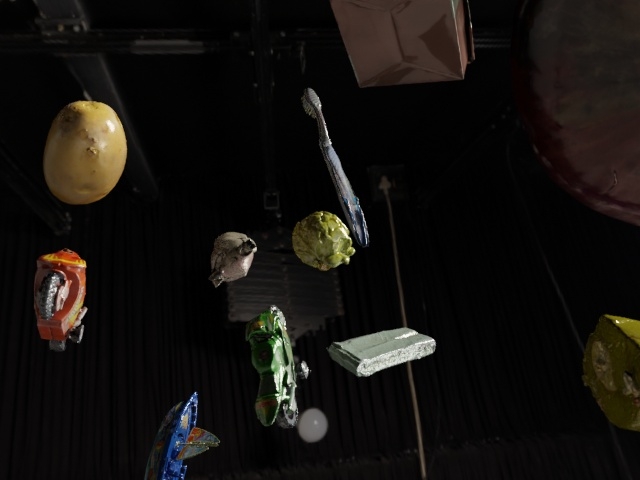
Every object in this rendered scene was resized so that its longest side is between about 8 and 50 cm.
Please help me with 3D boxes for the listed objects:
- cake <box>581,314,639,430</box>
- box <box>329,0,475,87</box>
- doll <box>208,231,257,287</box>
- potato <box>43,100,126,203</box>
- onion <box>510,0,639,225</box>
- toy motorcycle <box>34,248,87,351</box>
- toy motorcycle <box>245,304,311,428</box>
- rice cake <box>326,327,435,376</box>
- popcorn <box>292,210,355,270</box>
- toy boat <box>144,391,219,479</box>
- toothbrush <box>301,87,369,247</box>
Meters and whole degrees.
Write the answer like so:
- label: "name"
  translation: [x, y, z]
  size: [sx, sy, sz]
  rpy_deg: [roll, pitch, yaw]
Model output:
- label: "cake"
  translation: [0.652, 0.278, 1.000]
  size: [0.156, 0.179, 0.260]
  rpy_deg: [13, 18, 2]
- label: "box"
  translation: [0.143, -0.372, 0.830]
  size: [0.215, 0.086, 0.215]
  rpy_deg: [4, -30, 25]
- label: "doll"
  translation: [-0.223, 0.036, 1.235]
  size: [0.149, 0.192, 0.095]
  rpy_deg: [-40, -70, 0]
- label: "potato"
  translation: [-0.453, -0.158, 0.940]
  size: [0.150, 0.146, 0.234]
  rpy_deg: [-13, -32, -36]
- label: "onion"
  translation: [0.356, -0.189, 0.450]
  size: [0.347, 0.348, 0.285]
  rpy_deg: [-23, 14, 37]
- label: "toy motorcycle"
  translation: [-0.525, 0.119, 0.985]
  size: [0.089, 0.171, 0.298]
  rpy_deg: [4, -28, -22]
- label: "toy motorcycle"
  translation: [-0.069, 0.179, 0.724]
  size: [0.074, 0.190, 0.106]
  rpy_deg: [-17, -28, 13]
- label: "rice cake"
  translation: [0.122, 0.210, 0.934]
  size: [0.226, 0.040, 0.085]
  rpy_deg: [-3, 19, -39]
- label: "popcorn"
  translation: [0.000, 0.000, 1.137]
  size: [0.141, 0.162, 0.135]
  rpy_deg: [-14, -39, 17]
- label: "toy boat"
  translation: [-0.229, 0.354, 0.849]
  size: [0.110, 0.175, 0.091]
  rpy_deg: [1, -34, 9]
- label: "toothbrush"
  translation: [0.027, -0.163, 1.011]
  size: [0.035, 0.413, 0.042]
  rpy_deg: [-4, -31, -26]
